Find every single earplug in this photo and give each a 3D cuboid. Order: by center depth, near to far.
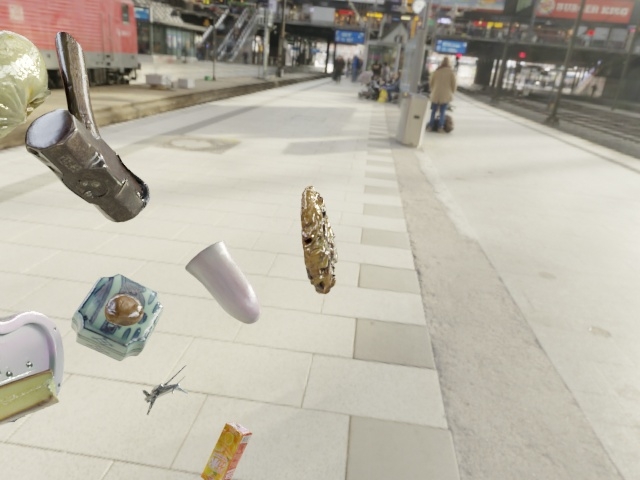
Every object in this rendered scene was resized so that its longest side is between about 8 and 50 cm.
[{"bbox_3d":[-0.317,0.167,1.696,0.301,0.172,0.172,51,33,7],"label":"earplug"}]

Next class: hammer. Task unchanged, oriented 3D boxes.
[{"bbox_3d":[-0.469,-0.249,0.938,0.095,0.242,0.409,-26,63,1],"label":"hammer"}]

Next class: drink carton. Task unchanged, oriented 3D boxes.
[{"bbox_3d":[-0.358,0.816,1.833,0.096,0.223,0.071,21,-7,29],"label":"drink carton"}]

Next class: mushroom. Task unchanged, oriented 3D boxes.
[{"bbox_3d":[-0.522,0.174,1.242,0.129,0.073,0.088,12,46,33],"label":"mushroom"}]

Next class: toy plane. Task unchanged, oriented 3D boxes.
[{"bbox_3d":[-0.546,0.520,1.657,0.226,0.058,0.226,-19,22,31],"label":"toy plane"}]

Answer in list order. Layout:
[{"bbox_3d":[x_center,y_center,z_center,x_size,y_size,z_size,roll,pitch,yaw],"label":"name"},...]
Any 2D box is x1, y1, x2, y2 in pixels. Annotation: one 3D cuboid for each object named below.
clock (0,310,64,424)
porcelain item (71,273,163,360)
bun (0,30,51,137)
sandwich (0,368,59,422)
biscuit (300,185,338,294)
[{"bbox_3d":[-0.887,0.345,1.359,0.102,0.338,0.338,-17,15,16],"label":"clock"},{"bbox_3d":[-0.773,0.289,1.846,0.286,0.157,0.281,31,45,-13],"label":"porcelain item"},{"bbox_3d":[-0.595,-0.281,0.917,0.127,0.222,0.222,23,17,-13],"label":"bun"},{"bbox_3d":[-0.712,0.376,1.173,0.244,0.090,0.088,-23,-10,16],"label":"sandwich"},{"bbox_3d":[0.000,0.003,1.444,0.081,0.334,0.289,-7,37,7],"label":"biscuit"}]
